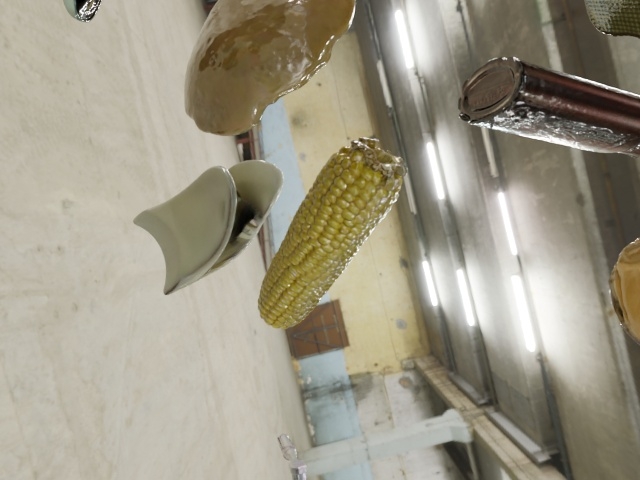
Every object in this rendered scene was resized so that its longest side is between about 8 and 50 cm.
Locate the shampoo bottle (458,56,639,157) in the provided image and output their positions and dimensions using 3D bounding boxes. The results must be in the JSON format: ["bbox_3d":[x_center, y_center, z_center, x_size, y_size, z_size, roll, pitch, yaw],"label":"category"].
[{"bbox_3d":[0.365,-0.179,0.586,0.129,0.322,0.084,-175,-90,-73],"label":"shampoo bottle"}]

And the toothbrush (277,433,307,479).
[{"bbox_3d":[-0.050,0.348,0.667,0.354,0.024,0.029,115,-31,-69],"label":"toothbrush"}]

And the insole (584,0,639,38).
[{"bbox_3d":[0.256,-0.179,0.315,0.086,0.005,0.253,59,22,-22],"label":"insole"}]

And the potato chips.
[{"bbox_3d":[-0.062,-0.186,0.373,0.062,0.195,0.208,48,60,-42],"label":"potato chips"}]

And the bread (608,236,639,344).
[{"bbox_3d":[0.378,0.036,0.365,0.190,0.114,0.132,109,-8,-63],"label":"bread"}]

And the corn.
[{"bbox_3d":[0.000,0.000,0.570,0.305,0.106,0.106,-56,-152,26],"label":"corn"}]

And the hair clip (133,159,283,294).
[{"bbox_3d":[-0.197,-0.046,0.750,0.113,0.282,0.173,-3,59,-59],"label":"hair clip"}]

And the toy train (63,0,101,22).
[{"bbox_3d":[-0.185,-0.304,0.331,0.052,0.051,0.234,-82,-164,-70],"label":"toy train"}]
